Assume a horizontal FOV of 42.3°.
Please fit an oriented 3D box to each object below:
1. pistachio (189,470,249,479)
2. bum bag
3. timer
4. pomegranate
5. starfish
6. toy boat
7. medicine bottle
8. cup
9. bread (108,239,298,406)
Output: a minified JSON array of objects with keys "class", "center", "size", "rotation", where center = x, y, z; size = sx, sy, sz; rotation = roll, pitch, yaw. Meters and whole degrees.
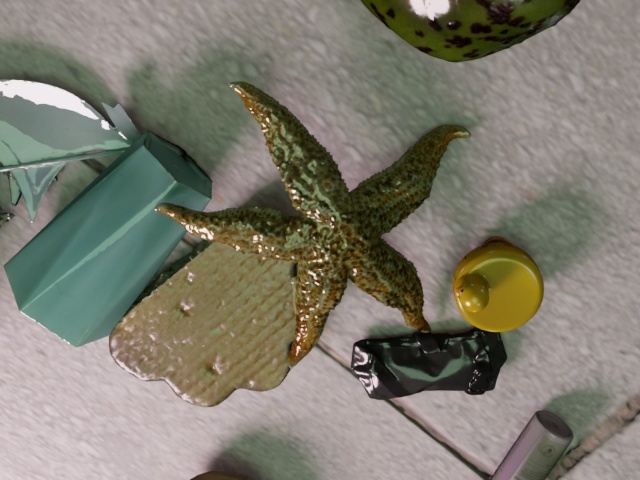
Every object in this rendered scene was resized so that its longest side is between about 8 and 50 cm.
[{"class":"pistachio","center":[-0.114,0.405,1.115],"size":[0.135,0.136,0.226],"rotation":[-28,113,14]},{"class":"bum bag","center":[0.136,0.158,1.039],"size":[0.197,0.049,0.087],"rotation":[-6,106,7]},{"class":"timer","center":[0.206,0.058,0.963],"size":[0.107,0.109,0.107],"rotation":[1,111,3]},{"class":"pomegranate","center":[0.130,-0.290,0.761],"size":[0.254,0.270,0.254],"rotation":[17,123,29]},{"class":"starfish","center":[-0.001,0.001,0.925],"size":[0.357,0.078,0.347],"rotation":[-4,115,-17]},{"class":"toy boat","center":[-0.361,-0.093,0.970],"size":[0.291,0.070,0.210],"rotation":[12,118,-7]},{"class":"medicine bottle","center":[0.256,0.316,1.087],"size":[0.057,0.058,0.199],"rotation":[26,110,-6]},{"class":"cup","center":[-0.233,-0.005,0.963],"size":[0.235,0.148,0.134],"rotation":[-44,85,12]},{"class":"bread","center":[-0.116,0.102,1.029],"size":[0.286,0.056,0.207],"rotation":[-35,104,14]}]
